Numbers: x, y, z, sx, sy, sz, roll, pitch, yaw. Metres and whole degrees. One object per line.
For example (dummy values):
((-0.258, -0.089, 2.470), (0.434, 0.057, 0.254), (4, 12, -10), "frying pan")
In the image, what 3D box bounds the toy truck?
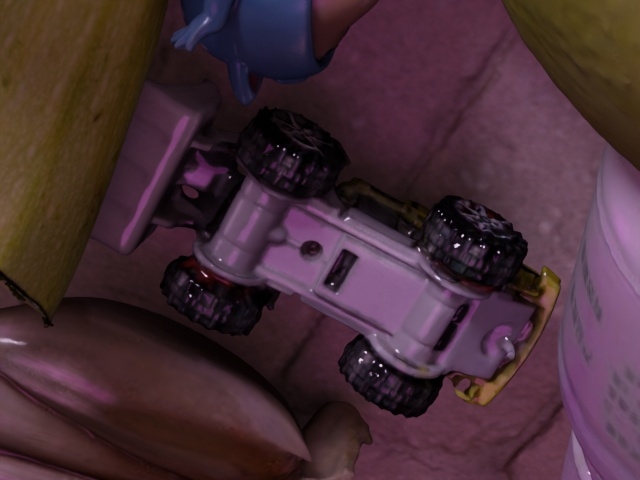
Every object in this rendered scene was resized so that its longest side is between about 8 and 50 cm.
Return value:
((0.000, 0.000, 0.990), (0.285, 0.111, 0.136), (27, 112, -6), "toy truck")

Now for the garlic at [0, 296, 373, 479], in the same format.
((-0.145, 0.145, 1.128), (0.325, 0.132, 0.279), (20, 130, -9), "garlic")

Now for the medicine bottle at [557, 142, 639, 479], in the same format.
((0.256, 0.072, 0.907), (0.256, 0.256, 0.325), (8, 135, 5), "medicine bottle")

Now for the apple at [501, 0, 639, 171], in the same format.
((0.245, -0.172, 0.688), (0.360, 0.320, 0.312), (19, 140, 3), "apple")

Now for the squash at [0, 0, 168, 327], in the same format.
((-0.143, -0.093, 0.877), (0.137, 0.137, 0.287), (25, 110, -10), "squash")

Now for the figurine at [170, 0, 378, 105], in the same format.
((-0.015, -0.162, 0.853), (0.144, 0.114, 0.178), (-15, 133, 10), "figurine")
